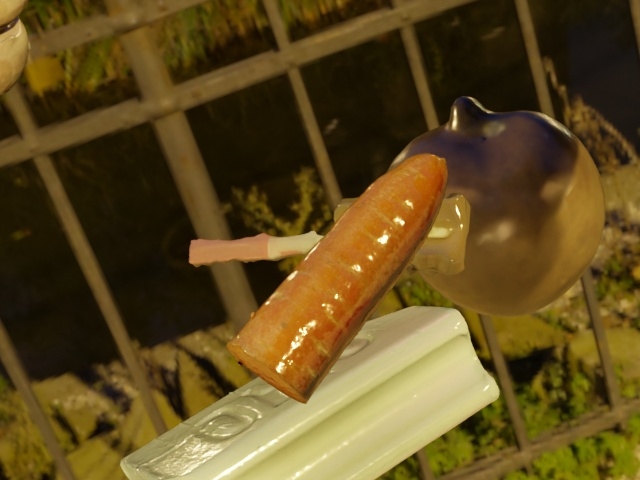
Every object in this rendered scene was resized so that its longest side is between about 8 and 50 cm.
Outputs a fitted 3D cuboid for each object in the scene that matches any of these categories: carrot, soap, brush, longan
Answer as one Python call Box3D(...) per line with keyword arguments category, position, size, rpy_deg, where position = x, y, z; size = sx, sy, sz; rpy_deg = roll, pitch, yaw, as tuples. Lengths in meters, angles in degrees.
Box3D(category="carrot", position=(0.017, 0.013, 0.542), size=(0.048, 0.048, 0.139), rpy_deg=(16, 59, 50))
Box3D(category="soap", position=(-0.012, 0.161, 0.991), size=(0.289, 0.095, 0.173), rpy_deg=(-29, 10, -22))
Box3D(category="brush", position=(0.000, 0.000, 1.142), size=(0.301, 0.071, 0.084), rpy_deg=(-3, 63, 23))
Box3D(category="longan", position=(0.225, -0.047, 1.514), size=(0.300, 0.300, 0.243), rpy_deg=(-11, 12, 16))

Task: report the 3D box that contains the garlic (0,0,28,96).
Box3D(category="garlic", position=(-0.230, -0.116, 0.641), size=(0.131, 0.127, 0.194), rpy_deg=(-49, 19, 11))
